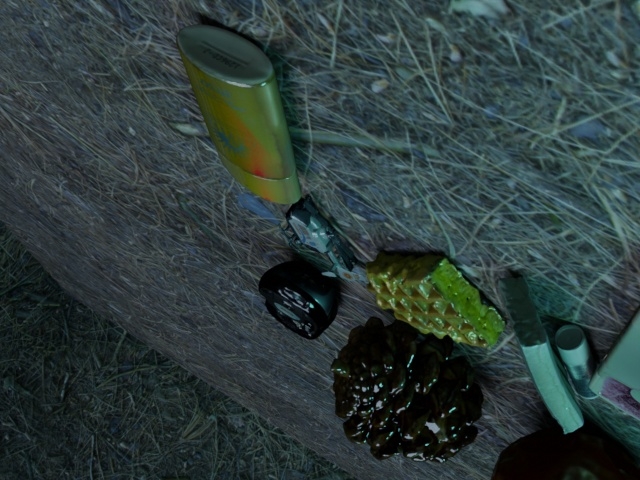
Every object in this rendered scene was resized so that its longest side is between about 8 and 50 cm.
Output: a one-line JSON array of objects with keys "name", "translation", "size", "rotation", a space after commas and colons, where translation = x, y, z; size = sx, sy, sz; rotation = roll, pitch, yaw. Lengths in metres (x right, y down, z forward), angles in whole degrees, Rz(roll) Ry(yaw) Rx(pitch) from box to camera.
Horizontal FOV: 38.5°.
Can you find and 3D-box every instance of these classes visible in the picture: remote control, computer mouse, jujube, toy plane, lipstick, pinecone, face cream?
[{"name": "remote control", "translation": [0.406, 0.141, 1.043], "size": [0.145, 0.050, 0.344], "rotation": [30, 161, 16]}, {"name": "computer mouse", "translation": [-0.034, 0.099, 1.629], "size": [0.137, 0.096, 0.233], "rotation": [38, 166, 8]}, {"name": "jujube", "translation": [0.393, 0.435, 1.451], "size": [0.276, 0.276, 0.377], "rotation": [29, 164, 18]}, {"name": "toy plane", "translation": [0.000, 0.000, 1.405], "size": [0.078, 0.053, 0.197], "rotation": [5, 141, 41]}, {"name": "lipstick", "translation": [0.345, 0.164, 1.217], "size": [0.040, 0.040, 0.141], "rotation": [20, 155, 39]}, {"name": "pinecone", "translation": [0.149, 0.252, 1.509], "size": [0.309, 0.244, 0.244], "rotation": [30, 168, -36]}, {"name": "face cream", "translation": [-0.097, -0.152, 1.179], "size": [0.139, 0.067, 0.285], "rotation": [31, 161, 20]}]

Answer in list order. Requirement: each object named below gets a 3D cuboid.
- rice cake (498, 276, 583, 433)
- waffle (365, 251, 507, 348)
[{"name": "rice cake", "translation": [0.287, 0.150, 1.195], "size": [0.043, 0.127, 0.237], "rotation": [-21, 133, 13]}, {"name": "waffle", "translation": [0.147, 0.081, 1.337], "size": [0.160, 0.055, 0.211], "rotation": [45, 160, -26]}]
